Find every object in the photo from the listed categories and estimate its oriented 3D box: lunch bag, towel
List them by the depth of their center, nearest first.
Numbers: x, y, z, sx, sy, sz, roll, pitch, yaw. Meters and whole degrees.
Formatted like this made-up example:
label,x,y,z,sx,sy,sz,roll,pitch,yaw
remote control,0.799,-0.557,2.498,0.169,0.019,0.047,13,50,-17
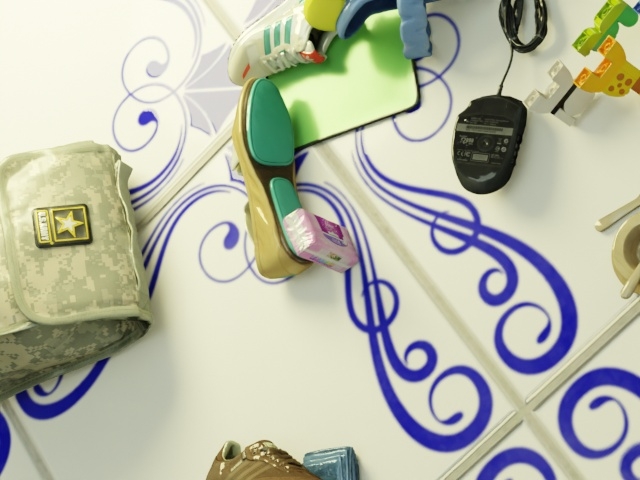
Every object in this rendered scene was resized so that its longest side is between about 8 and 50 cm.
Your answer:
label,x,y,z,sx,sy,sz,roll,pitch,yaw
towel,0.009,0.274,1.700,0.067,0.029,0.119,-13,69,29
lunch bag,-0.337,0.032,1.911,0.287,0.169,0.235,-23,61,16

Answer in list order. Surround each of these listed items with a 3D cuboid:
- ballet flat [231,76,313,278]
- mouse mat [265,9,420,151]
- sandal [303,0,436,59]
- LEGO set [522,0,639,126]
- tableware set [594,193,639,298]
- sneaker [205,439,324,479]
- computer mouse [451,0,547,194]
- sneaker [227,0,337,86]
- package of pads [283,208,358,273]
label,x,y,z,sx,sy,sz,roll,pitch,yaw
ballet flat,-0.065,-0.066,1.818,0.073,0.080,0.232,-30,63,39
mouse mat,0.020,-0.189,1.844,0.189,0.007,0.153,-18,67,28
sandal,0.133,-0.314,1.757,0.138,0.126,0.317,43,99,7
LEGO set,0.314,-0.186,1.620,0.227,0.093,0.087,-52,25,15
tableware set,0.356,-0.021,1.563,0.194,0.039,0.128,-35,60,19
sneaker,-0.056,0.239,1.708,0.188,0.066,0.071,-7,67,48
computer mouse,0.191,-0.158,1.715,0.071,0.041,0.242,10,75,25
sneaker,-0.035,-0.217,1.848,0.161,0.057,0.075,-39,53,14
package of pads,0.000,0.000,1.754,0.032,0.083,0.050,-37,56,24
